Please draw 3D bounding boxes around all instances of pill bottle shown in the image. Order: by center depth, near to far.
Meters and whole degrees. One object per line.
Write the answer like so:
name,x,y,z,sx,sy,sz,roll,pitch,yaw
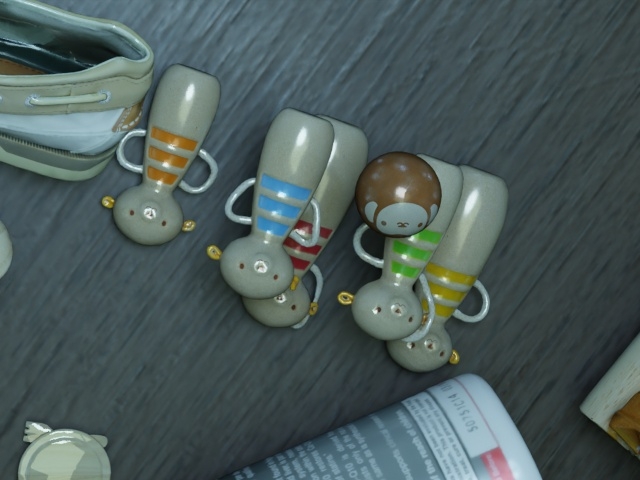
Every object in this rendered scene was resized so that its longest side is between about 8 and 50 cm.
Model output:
pill bottle,0.009,0.216,1.224,0.283,0.161,0.161,-22,102,-7

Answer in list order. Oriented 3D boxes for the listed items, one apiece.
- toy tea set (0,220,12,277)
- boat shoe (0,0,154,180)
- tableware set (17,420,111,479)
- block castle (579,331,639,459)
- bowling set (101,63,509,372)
toy tea set,-0.351,-0.026,1.079,0.336,0.124,0.200,1,59,-29
boat shoe,-0.249,-0.127,1.113,0.302,0.113,0.103,11,137,-30
tableware set,-0.213,0.210,1.252,0.141,0.020,0.169,-6,99,-12
block castle,0.427,0.188,1.231,0.453,0.303,0.213,40,89,-15
bowling set,0.000,0.000,1.176,0.287,0.200,0.154,18,96,-9
